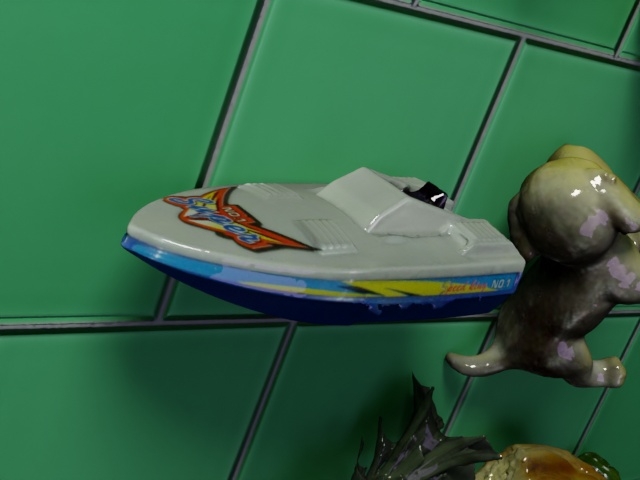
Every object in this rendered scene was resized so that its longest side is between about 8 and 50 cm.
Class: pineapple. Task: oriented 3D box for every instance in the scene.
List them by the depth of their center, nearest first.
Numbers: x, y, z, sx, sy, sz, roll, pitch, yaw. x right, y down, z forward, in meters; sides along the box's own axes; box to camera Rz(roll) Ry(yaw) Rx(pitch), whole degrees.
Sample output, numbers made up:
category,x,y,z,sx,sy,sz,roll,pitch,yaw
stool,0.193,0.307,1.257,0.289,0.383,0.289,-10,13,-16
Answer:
category,x,y,z,sx,sy,sz,roll,pitch,yaw
pineapple,0.025,0.238,0.937,0.277,0.119,0.130,-39,119,-17

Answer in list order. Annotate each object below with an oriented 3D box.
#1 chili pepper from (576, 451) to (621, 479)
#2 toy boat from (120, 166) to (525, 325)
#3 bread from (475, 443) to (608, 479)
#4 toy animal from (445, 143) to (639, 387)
category,x,y,z,sx,sy,sz,roll,pitch,yaw
chili pepper,0.248,0.320,1.225,0.204,0.072,0.073,-50,130,2
toy boat,0.000,0.000,0.731,0.295,0.129,0.088,0,117,-41
bread,0.172,0.363,1.125,0.195,0.149,0.344,0,117,-30
toy animal,0.219,0.026,0.965,0.168,0.121,0.233,1,128,-24
